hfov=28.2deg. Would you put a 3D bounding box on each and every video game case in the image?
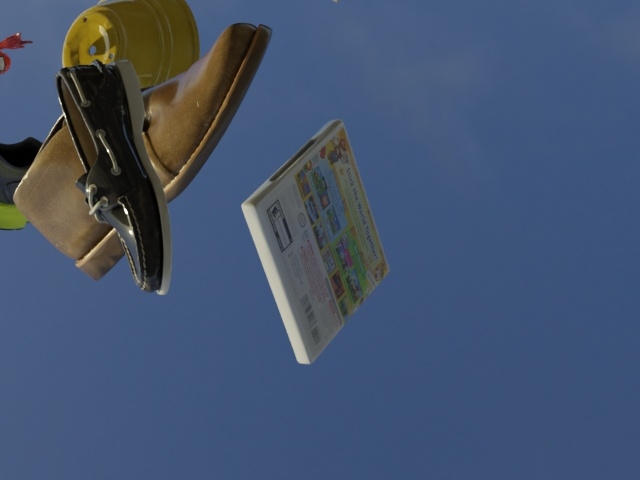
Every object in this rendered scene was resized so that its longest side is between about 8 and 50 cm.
[{"bbox_3d":[0.000,0.000,1.548,0.026,0.227,0.206,2,-146,35],"label":"video game case"}]

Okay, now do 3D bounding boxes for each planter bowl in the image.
[{"bbox_3d":[-0.264,-0.236,1.630,0.217,0.090,0.217,-4,-98,35],"label":"planter bowl"}]

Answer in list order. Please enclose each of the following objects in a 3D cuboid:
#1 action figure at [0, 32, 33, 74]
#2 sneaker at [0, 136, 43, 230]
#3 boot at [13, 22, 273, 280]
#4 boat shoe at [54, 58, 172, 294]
[{"bbox_3d":[-0.448,-0.293,1.508,0.139,0.280,0.091,-20,-128,24],"label":"action figure"},{"bbox_3d":[-0.468,-0.094,1.567,0.300,0.121,0.111,2,-145,-49],"label":"sneaker"},{"bbox_3d":[-0.156,-0.088,1.069,0.115,0.305,0.112,38,-145,-13],"label":"boot"},{"bbox_3d":[-0.099,-0.031,0.610,0.038,0.046,0.125,-7,-109,-23],"label":"boat shoe"}]
